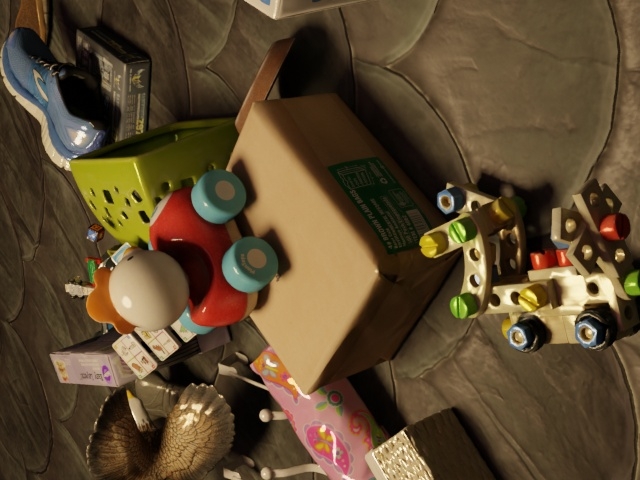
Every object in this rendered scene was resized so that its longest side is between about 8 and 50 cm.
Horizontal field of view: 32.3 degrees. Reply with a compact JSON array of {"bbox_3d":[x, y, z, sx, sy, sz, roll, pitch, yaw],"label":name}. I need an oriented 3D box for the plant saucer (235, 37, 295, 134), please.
[{"bbox_3d":[-0.085,-0.224,1.613,0.029,0.168,0.168,25,135,-5],"label":"plant saucer"}]

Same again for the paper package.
[{"bbox_3d":[0.000,0.000,1.578,0.325,0.168,0.309,54,140,25],"label":"paper package"}]

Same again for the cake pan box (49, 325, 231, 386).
[{"bbox_3d":[-0.327,0.194,2.021,0.267,0.246,0.070,-8,101,53],"label":"cake pan box"}]

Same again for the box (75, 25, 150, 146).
[{"bbox_3d":[-0.394,-0.262,2.077,0.183,0.059,0.232,37,131,40],"label":"box"}]

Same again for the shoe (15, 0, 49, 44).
[{"bbox_3d":[-0.574,-0.467,2.240,0.077,0.058,0.219,27,131,20],"label":"shoe"}]

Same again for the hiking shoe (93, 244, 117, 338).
[{"bbox_3d":[-0.382,0.149,2.215,0.132,0.113,0.304,20,122,22],"label":"hiking shoe"}]

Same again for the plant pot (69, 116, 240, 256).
[{"bbox_3d":[-0.246,-0.073,1.830,0.227,0.228,0.207,5,113,50],"label":"plant pot"}]

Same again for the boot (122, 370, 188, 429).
[{"bbox_3d":[-0.293,0.336,2.161,0.161,0.083,0.246,23,150,17],"label":"boot"}]

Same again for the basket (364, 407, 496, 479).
[{"bbox_3d":[0.162,0.332,1.546,0.167,0.113,0.103,57,139,19],"label":"basket"}]

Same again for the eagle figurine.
[{"bbox_3d":[-0.298,0.359,1.945,0.225,0.226,0.298,39,155,-3],"label":"eagle figurine"}]

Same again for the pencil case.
[{"bbox_3d":[0.016,0.264,1.680,0.284,0.124,0.124,53,140,12],"label":"pencil case"}]

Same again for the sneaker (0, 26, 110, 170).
[{"bbox_3d":[-0.476,-0.286,2.045,0.330,0.130,0.147,53,125,22],"label":"sneaker"}]

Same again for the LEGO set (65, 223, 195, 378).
[{"bbox_3d":[-0.315,0.088,1.821,0.244,0.060,0.182,49,123,-2],"label":"LEGO set"}]

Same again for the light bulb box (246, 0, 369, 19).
[{"bbox_3d":[-0.056,-0.520,1.388,0.358,0.225,0.361,38,132,37],"label":"light bulb box"}]

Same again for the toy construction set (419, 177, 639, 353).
[{"bbox_3d":[0.259,0.021,1.278,0.328,0.151,0.215,-6,99,64],"label":"toy construction set"}]

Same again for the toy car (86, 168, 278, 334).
[{"bbox_3d":[-0.223,0.041,1.543,0.219,0.238,0.210,-39,73,53],"label":"toy car"}]

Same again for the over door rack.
[{"bbox_3d":[-0.082,0.364,1.885,0.324,0.108,0.239,23,120,47],"label":"over door rack"}]
